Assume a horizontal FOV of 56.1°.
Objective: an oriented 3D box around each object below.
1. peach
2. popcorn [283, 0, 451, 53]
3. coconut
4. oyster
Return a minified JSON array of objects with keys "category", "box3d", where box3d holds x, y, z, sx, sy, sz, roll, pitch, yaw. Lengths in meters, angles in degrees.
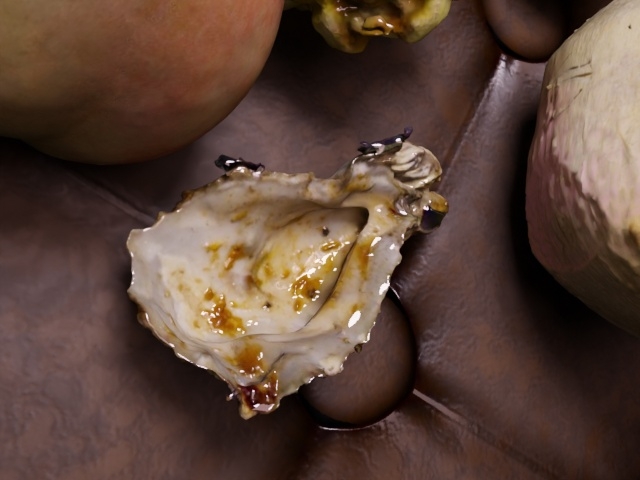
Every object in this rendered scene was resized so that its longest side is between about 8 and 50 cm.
[{"category":"peach","box3d":[-0.160,-0.181,0.393,0.292,0.292,0.247,24,57,-21]},{"category":"popcorn","box3d":[0.035,-0.284,0.514,0.252,0.287,0.215,-63,155,-53]},{"category":"coconut","box3d":[0.412,-0.041,0.599,0.405,0.405,0.404,3,82,-25]},{"category":"oyster","box3d":[-0.005,-0.006,0.534,0.337,0.133,0.197,-38,97,-27]}]
